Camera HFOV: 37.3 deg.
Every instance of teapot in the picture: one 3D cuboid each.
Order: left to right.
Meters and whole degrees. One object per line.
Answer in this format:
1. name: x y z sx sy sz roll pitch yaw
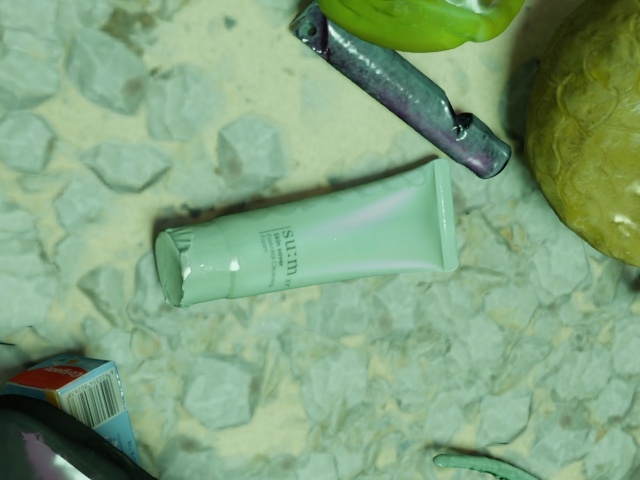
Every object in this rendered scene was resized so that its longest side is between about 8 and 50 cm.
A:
1. teapot: 0.246 -0.084 0.635 0.167 0.203 0.311 -63 151 -47

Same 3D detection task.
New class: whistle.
1. whistle: 0.056 -0.096 0.611 0.176 0.033 0.033 33 86 -26

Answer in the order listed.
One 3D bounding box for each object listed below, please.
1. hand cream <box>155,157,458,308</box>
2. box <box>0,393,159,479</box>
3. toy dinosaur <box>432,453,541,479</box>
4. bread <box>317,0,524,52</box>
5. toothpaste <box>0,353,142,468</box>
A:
1. hand cream: 0.000 0.000 0.597 0.205 0.050 0.078 -11 98 -26
2. box: -0.149 0.259 0.515 0.290 0.073 0.289 41 97 -13
3. toy dinosaur: 0.261 0.207 0.729 0.383 0.076 0.129 38 108 -18
4. bread: 0.100 -0.285 0.549 0.166 0.112 0.383 27 83 3
5. toothpaste: -0.139 0.164 0.569 0.044 0.070 0.193 -27 112 -48
